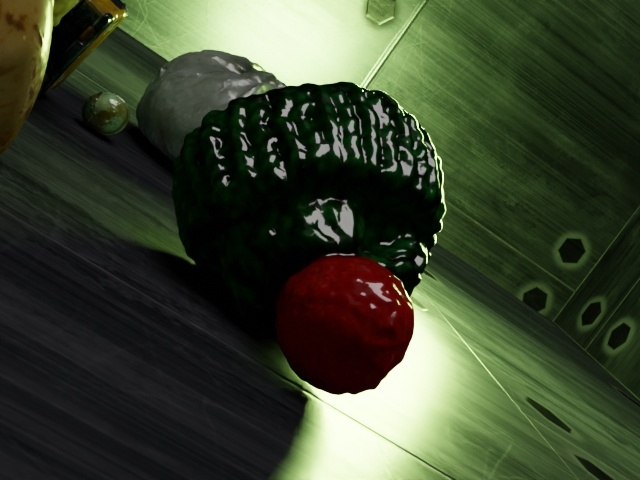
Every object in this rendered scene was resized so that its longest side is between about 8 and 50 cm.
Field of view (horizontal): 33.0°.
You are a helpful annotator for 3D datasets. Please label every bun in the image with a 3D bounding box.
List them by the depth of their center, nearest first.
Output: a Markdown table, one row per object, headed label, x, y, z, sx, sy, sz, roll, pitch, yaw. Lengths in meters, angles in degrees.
| label | x | y | z | sx | sy | sz | roll | pitch | yaw |
| --- | --- | --- | --- | --- | --- | --- | --- | --- | --- |
| bun | -0.103 | -0.159 | 1.622 | 0.354 | 0.194 | 0.354 | 33 | 8 | -5 |

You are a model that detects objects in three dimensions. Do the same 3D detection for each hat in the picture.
| label | x | y | z | sx | sy | sz | roll | pitch | yaw |
| --- | --- | --- | --- | --- | --- | --- | --- | --- | --- |
| hat | 0.007 | 0.018 | 1.040 | 0.274 | 0.242 | 0.332 | -8 | 46 | -10 |

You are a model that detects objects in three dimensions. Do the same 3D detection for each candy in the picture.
| label | x | y | z | sx | sy | sz | roll | pitch | yaw |
| --- | --- | --- | --- | --- | --- | --- | --- | --- | --- |
| candy | -0.288 | -0.170 | 1.471 | 0.061 | 0.061 | 0.202 | 34 | -1 | -10 |

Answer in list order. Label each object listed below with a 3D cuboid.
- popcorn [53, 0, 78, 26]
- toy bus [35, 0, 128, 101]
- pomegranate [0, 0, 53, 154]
| label | x | y | z | sx | sy | sz | roll | pitch | yaw |
| --- | --- | --- | --- | --- | --- | --- | --- | --- | --- |
| popcorn | -0.343 | -0.363 | 1.031 | 0.354 | 0.390 | 0.344 | 51 | -7 | -7 |
| toy bus | -0.401 | -0.338 | 1.309 | 0.323 | 0.162 | 0.194 | 45 | 12 | -9 |
| pomegranate | -0.273 | -0.129 | 0.687 | 0.215 | 0.215 | 0.215 | 35 | 7 | -5 |
